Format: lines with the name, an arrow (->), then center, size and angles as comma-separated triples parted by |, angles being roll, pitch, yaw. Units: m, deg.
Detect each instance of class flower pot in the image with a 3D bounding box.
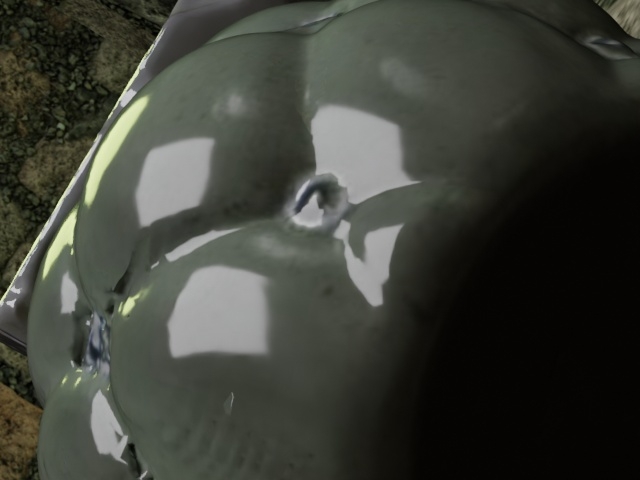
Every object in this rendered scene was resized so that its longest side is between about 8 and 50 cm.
flower pot -> 0.033, 0.038, 0.492 | 0.195, 0.246, 0.246 | 15, 73, 57

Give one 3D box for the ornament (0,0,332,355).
ornament -> 0.000, 0.000, 0.799 | 0.240, 0.239, 0.240 | -61, 9, -10
